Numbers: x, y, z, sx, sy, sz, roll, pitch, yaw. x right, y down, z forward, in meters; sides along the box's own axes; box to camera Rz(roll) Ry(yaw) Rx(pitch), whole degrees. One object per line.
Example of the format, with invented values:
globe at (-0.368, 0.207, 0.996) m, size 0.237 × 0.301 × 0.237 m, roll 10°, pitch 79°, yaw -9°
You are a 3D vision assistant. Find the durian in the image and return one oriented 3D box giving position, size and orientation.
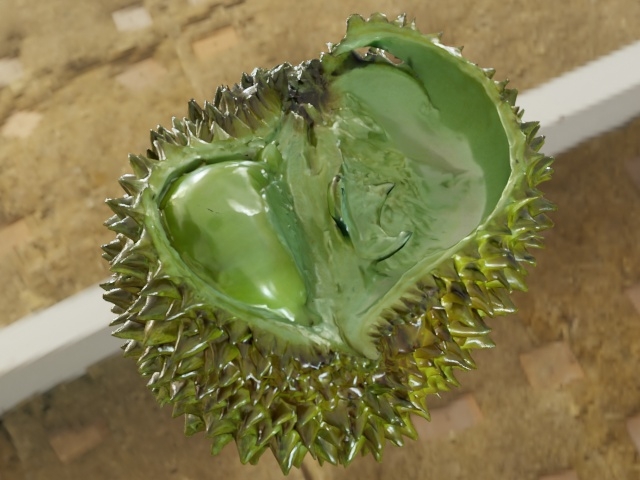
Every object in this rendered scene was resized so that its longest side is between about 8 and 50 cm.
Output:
durian at (-0.002, 0.003, 0.722) m, size 0.200 × 0.176 × 0.237 m, roll 40°, pitch -122°, yaw 2°
